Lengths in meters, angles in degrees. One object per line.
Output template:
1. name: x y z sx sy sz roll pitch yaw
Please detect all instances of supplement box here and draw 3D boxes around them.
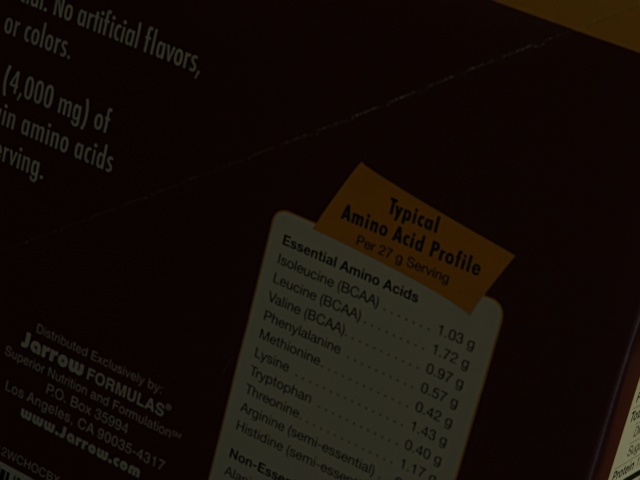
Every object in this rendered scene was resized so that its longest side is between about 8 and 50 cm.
1. supplement box: 0.000 0.000 0.437 0.129 0.191 0.194 -16 125 -58
